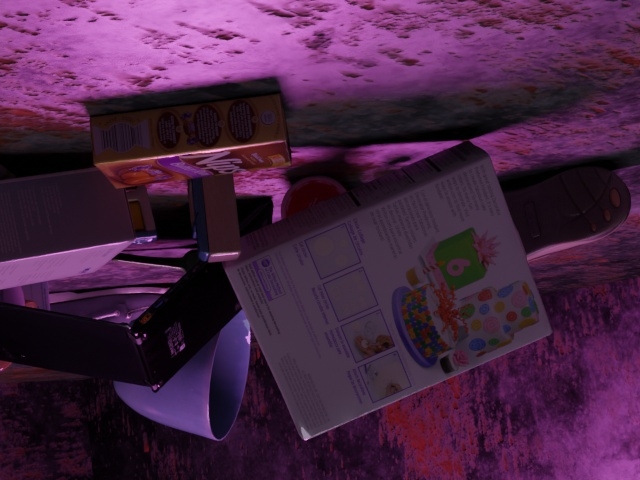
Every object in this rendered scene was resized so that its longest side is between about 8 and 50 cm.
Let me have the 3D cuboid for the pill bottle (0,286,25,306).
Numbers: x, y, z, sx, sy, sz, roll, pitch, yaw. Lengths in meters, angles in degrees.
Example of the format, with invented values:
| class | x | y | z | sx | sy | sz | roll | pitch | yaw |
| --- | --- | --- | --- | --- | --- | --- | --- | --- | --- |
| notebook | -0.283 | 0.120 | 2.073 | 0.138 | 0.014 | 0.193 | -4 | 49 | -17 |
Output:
| class | x | y | z | sx | sy | sz | roll | pitch | yaw |
| --- | --- | --- | --- | --- | --- | --- | --- | --- | --- |
| pill bottle | -0.578 | 0.108 | 1.894 | 0.221 | 0.124 | 0.124 | -9 | 171 | 7 |

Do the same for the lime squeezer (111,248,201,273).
| class | x | y | z | sx | sy | sz | roll | pitch | yaw |
| --- | --- | --- | --- | --- | --- | --- | --- | --- | --- |
| lime squeezer | -0.170 | 0.031 | 1.955 | 0.310 | 0.059 | 0.110 | -7 | 171 | 3 |

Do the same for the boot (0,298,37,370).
| class | x | y | z | sx | sy | sz | roll | pitch | yaw |
| --- | --- | --- | --- | --- | --- | --- | --- | --- | --- |
| boot | -0.624 | 0.154 | 2.011 | 0.283 | 0.220 | 0.109 | -49 | 156 | -6 |

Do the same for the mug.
| class | x | y | z | sx | sy | sz | roll | pitch | yaw |
| --- | --- | --- | --- | --- | --- | --- | --- | --- | --- |
| mug | 0.009 | -0.004 | 1.614 | 0.113 | 0.150 | 0.169 | -13 | 166 | 4 |

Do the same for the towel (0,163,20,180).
| class | x | y | z | sx | sy | sz | roll | pitch | yaw |
| --- | --- | --- | --- | --- | --- | --- | --- | --- | --- |
| towel | -0.456 | -0.062 | 1.216 | 0.247 | 0.038 | 0.325 | -8 | 171 | 2 |

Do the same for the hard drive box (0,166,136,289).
| class | x | y | z | sx | sy | sz | roll | pitch | yaw |
| --- | --- | --- | --- | --- | --- | --- | --- | --- | --- |
| hard drive box | -0.341 | -0.003 | 1.330 | 0.232 | 0.089 | 0.181 | -10 | 172 | -27 |

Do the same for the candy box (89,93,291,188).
| class | x | y | z | sx | sy | sz | roll | pitch | yaw |
| --- | --- | --- | --- | --- | --- | --- | --- | --- | --- |
| candy box | -0.125 | -0.097 | 1.213 | 0.186 | 0.053 | 0.109 | -9 | 170 | 0 |

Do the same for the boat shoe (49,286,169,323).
| class | x | y | z | sx | sy | sz | roll | pitch | yaw |
| --- | --- | --- | --- | --- | --- | --- | --- | --- | --- |
| boat shoe | -0.416 | 0.146 | 2.328 | 0.319 | 0.099 | 0.116 | -4 | 170 | -21 |

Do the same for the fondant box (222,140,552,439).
| class | x | y | z | sx | sy | sz | roll | pitch | yaw |
| --- | --- | --- | --- | --- | --- | --- | --- | --- | --- |
| fondant box | 0.079 | 0.058 | 1.456 | 0.330 | 0.238 | 0.096 | -23 | -163 | -1 |

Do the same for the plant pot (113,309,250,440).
| class | x | y | z | sx | sy | sz | roll | pitch | yaw |
| --- | --- | --- | --- | --- | --- | --- | --- | --- | --- |
| plant pot | -0.302 | 0.260 | 2.610 | 0.235 | 0.293 | 0.293 | 8 | 174 | 12 |

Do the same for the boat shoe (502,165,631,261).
| class | x | y | z | sx | sy | sz | roll | pitch | yaw |
| --- | --- | --- | --- | --- | --- | --- | --- | --- | --- |
| boat shoe | 0.286 | -0.014 | 1.798 | 0.355 | 0.132 | 0.130 | -10 | 170 | 25 |

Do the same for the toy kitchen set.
| class | x | y | z | sx | sy | sz | roll | pitch | yaw |
| --- | --- | --- | --- | --- | --- | --- | --- | --- | --- |
| toy kitchen set | -0.186 | -0.020 | 1.412 | 0.166 | 0.122 | 0.207 | -6 | 170 | -9 |

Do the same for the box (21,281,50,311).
| class | x | y | z | sx | sy | sz | roll | pitch | yaw |
| --- | --- | --- | --- | --- | --- | --- | --- | --- | --- |
| box | -0.542 | 0.116 | 2.128 | 0.137 | 0.072 | 0.126 | -4 | 170 | -15 |

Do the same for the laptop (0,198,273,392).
| class | x | y | z | sx | sy | sz | roll | pitch | yaw |
| --- | --- | --- | --- | --- | --- | --- | --- | --- | --- |
| laptop | -0.293 | 0.068 | 1.795 | 0.408 | 0.236 | 0.382 | -44 | 170 | -15 |
